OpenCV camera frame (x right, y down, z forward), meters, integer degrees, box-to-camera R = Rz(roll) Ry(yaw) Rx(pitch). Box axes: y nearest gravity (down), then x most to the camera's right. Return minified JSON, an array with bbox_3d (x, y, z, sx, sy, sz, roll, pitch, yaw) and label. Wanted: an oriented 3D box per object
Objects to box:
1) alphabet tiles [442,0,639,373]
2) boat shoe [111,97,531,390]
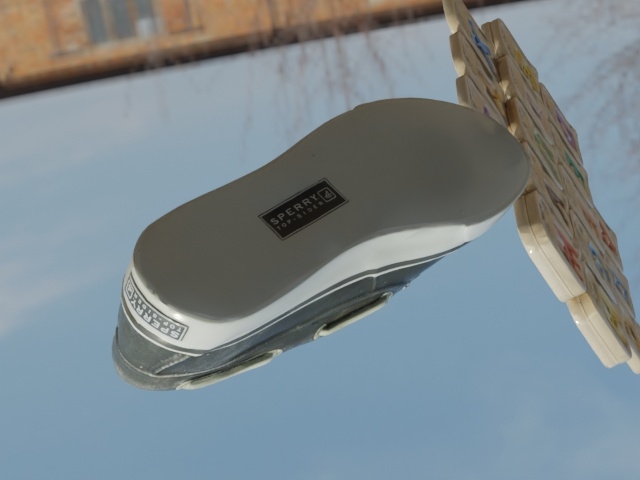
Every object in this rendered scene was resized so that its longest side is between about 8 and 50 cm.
[{"bbox_3d":[0.167,-0.043,1.189,0.021,0.278,0.284,-26,-146,17],"label":"alphabet tiles"},{"bbox_3d":[0.000,0.000,0.722,0.219,0.070,0.078,-23,-117,-35],"label":"boat shoe"}]
